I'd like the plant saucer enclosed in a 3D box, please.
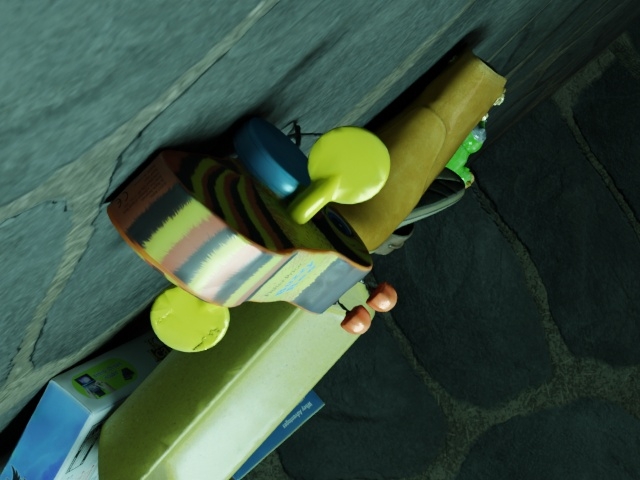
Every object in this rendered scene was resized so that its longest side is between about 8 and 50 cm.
[{"bbox_3d":[-0.091,0.145,1.353,0.333,0.081,0.333,-47,167,-6],"label":"plant saucer"}]

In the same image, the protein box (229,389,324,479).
[{"bbox_3d":[-0.146,0.239,1.906,0.200,0.201,0.136,-38,175,-39],"label":"protein box"}]

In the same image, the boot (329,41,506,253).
[{"bbox_3d":[0.092,-0.105,1.344,0.211,0.104,0.295,-48,178,21],"label":"boot"}]

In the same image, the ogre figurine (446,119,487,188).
[{"bbox_3d":[0.172,-0.118,1.908,0.197,0.096,0.118,-26,-167,-3],"label":"ogre figurine"}]

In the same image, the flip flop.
[{"bbox_3d":[0.065,-0.017,1.690,0.277,0.112,0.080,-35,144,-21],"label":"flip flop"}]

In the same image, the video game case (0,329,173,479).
[{"bbox_3d":[-0.243,0.222,1.382,0.269,0.061,0.244,-58,164,24],"label":"video game case"}]

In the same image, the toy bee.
[{"bbox_3d":[-0.015,-0.006,0.900,0.195,0.162,0.298,-47,173,38],"label":"toy bee"}]
